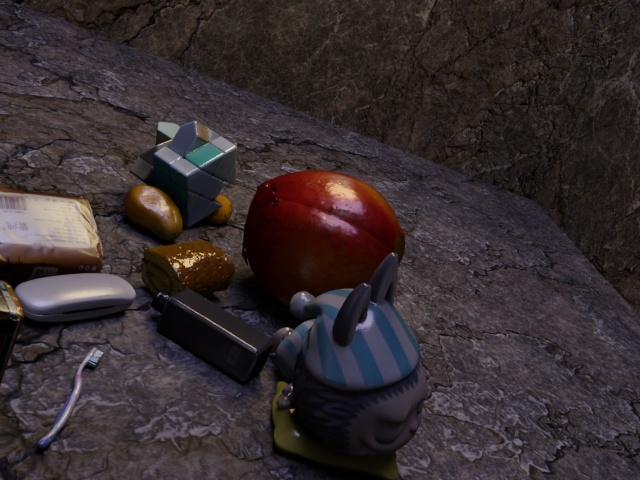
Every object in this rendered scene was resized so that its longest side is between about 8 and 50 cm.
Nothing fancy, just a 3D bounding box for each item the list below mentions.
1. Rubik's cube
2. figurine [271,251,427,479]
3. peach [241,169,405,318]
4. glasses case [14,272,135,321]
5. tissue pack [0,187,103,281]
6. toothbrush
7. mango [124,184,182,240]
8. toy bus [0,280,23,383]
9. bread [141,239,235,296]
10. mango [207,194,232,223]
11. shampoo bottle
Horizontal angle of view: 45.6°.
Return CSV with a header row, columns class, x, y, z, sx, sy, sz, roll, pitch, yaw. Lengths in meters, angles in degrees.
class,x,y,z,sx,sy,sz,roll,pitch,yaw
Rubik's cube,-0.351,-0.187,1.928,0.213,0.265,0.224,35,48,24
figurine,0.073,0.174,1.355,0.266,0.377,0.361,13,25,-27
peach,0.000,0.000,1.727,0.370,0.370,0.370,21,21,-9
glasses case,-0.448,0.103,1.402,0.092,0.059,0.233,35,24,30
tissue pack,-0.544,-0.009,1.456,0.226,0.092,0.183,8,52,-44
toothbrush,-0.388,0.241,1.192,0.027,0.021,0.269,16,22,-5
mango,-0.394,-0.069,1.821,0.165,0.089,0.115,30,36,6
toy bus,-0.489,0.149,1.057,0.114,0.201,0.098,6,27,-43
bread,-0.279,0.066,1.606,0.132,0.103,0.172,35,25,26
mango,-0.274,-0.082,2.028,0.079,0.057,0.114,32,25,-4
shampoo bottle,-0.215,0.172,1.459,0.246,0.080,0.079,30,20,13
